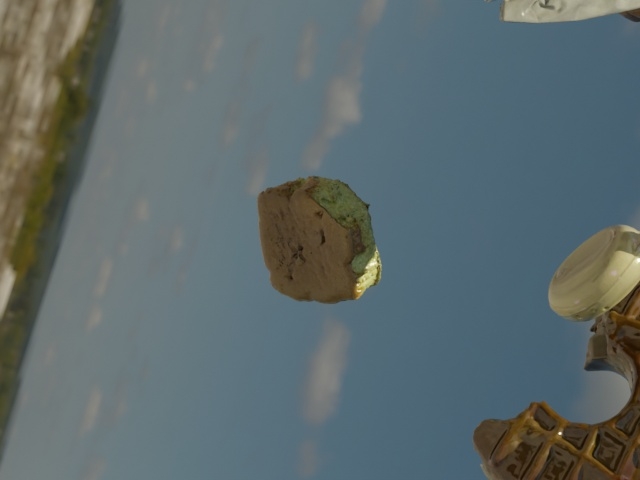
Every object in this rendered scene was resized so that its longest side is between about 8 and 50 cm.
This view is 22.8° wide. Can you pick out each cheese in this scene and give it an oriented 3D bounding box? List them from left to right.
[{"bbox_3d":[0.391,0.023,2.058,0.227,0.064,0.137,-39,-163,40],"label":"cheese"}]

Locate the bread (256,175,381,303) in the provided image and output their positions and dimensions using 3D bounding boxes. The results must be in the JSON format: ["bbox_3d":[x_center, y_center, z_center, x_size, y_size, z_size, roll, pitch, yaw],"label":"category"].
[{"bbox_3d":[0.000,0.000,1.735,0.069,0.128,0.140,-26,109,-54],"label":"bread"}]

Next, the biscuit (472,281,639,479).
[{"bbox_3d":[0.398,0.232,2.142,0.366,0.268,0.115,-51,148,-15],"label":"biscuit"}]

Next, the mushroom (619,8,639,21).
[{"bbox_3d":[0.455,-0.384,2.102,0.253,0.253,0.153,132,-30,-68],"label":"mushroom"}]

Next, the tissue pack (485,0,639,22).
[{"bbox_3d":[0.309,-0.332,1.842,0.159,0.229,0.145,134,-54,-78],"label":"tissue pack"}]
